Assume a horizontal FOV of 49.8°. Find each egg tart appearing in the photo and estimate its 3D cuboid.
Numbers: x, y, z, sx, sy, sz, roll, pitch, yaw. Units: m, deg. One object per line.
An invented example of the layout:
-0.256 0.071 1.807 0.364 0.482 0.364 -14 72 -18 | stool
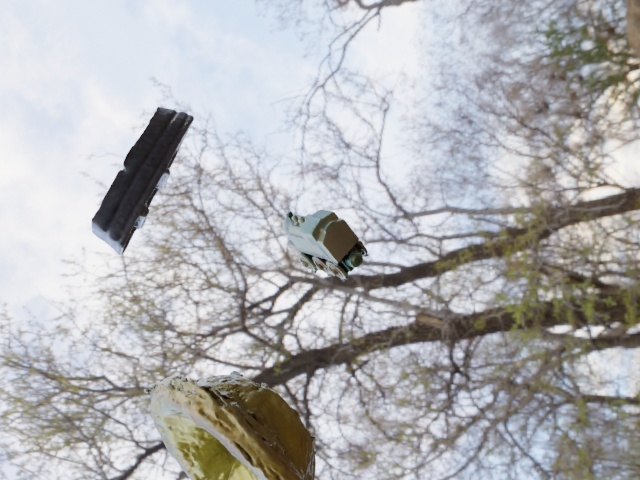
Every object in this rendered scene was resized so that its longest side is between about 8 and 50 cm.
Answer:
-0.101 0.284 0.948 0.120 0.314 0.315 -44 -65 -33 | egg tart

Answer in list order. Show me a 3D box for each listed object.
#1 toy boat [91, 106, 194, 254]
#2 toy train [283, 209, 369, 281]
-0.305 -0.113 1.205 0.078 0.127 0.283 26 -109 -9 | toy boat
0.000 0.000 1.217 0.081 0.194 0.125 -46 -63 -16 | toy train
